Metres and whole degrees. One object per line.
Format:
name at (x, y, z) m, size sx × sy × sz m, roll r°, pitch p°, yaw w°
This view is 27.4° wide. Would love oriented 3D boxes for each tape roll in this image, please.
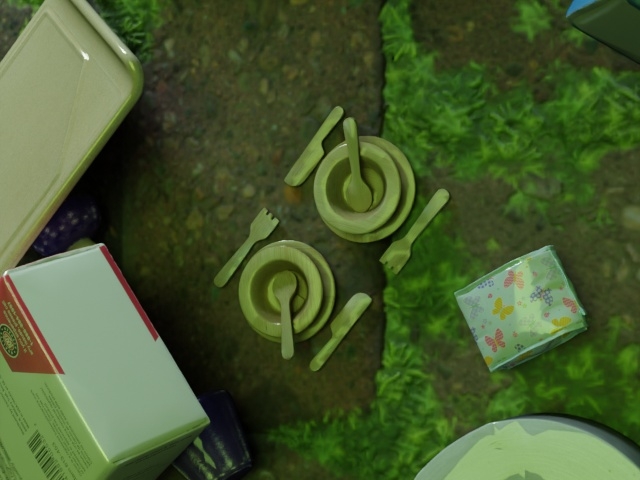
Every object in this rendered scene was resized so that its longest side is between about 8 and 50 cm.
tape roll at (0.164, 0.239, 0.970) m, size 0.219 × 0.072 × 0.219 m, roll -2°, pitch 86°, yaw 20°

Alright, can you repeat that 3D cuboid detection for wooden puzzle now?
wooden puzzle at (-0.245, -0.092, 1.127) m, size 0.238 × 0.044 × 0.221 m, roll -56°, pitch 40°, yaw 12°

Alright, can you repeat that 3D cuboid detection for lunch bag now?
lunch bag at (0.156, 0.052, 0.996) m, size 0.083 × 0.053 × 0.071 m, roll -33°, pitch 73°, yaw 26°

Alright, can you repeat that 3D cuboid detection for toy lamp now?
toy lamp at (-0.148, 0.087, 1.098) m, size 0.080 × 0.080 × 0.274 m, roll -38°, pitch 74°, yaw 15°

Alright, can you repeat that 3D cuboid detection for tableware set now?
tableware set at (0.000, 0.000, 1.066) m, size 0.128 × 0.039 × 0.194 m, roll 40°, pitch 100°, yaw 19°

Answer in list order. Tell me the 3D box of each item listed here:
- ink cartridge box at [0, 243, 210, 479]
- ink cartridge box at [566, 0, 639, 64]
ink cartridge box at (-0.214, 0.142, 1.055) m, size 0.172 × 0.100 × 0.237 m, roll 57°, pitch 136°, yaw 15°
ink cartridge box at (0.376, -0.241, 0.778) m, size 0.285 × 0.166 × 0.395 m, roll 29°, pitch 93°, yaw -2°
